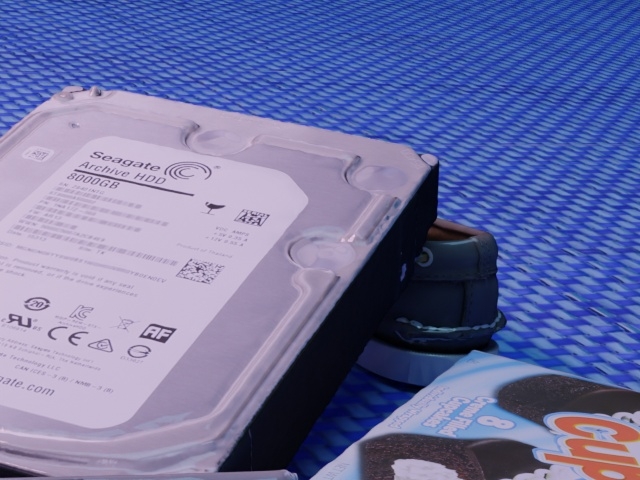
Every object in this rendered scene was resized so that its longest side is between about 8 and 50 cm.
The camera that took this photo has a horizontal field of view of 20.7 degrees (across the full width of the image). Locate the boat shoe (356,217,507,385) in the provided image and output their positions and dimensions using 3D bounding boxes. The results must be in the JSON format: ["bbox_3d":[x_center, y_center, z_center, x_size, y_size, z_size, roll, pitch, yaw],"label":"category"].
[{"bbox_3d":[0.004,0.000,1.101,0.109,0.091,0.305,-5,20,-37],"label":"boat shoe"}]

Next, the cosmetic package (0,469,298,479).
[{"bbox_3d":[-0.124,0.136,0.484,0.238,0.127,0.107,1,-24,-23],"label":"cosmetic package"}]

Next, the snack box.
[{"bbox_3d":[0.093,0.134,0.737,0.187,0.060,0.322,14,17,21],"label":"snack box"}]

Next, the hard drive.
[{"bbox_3d":[-0.101,0.029,0.868,0.237,0.064,0.339,13,32,18],"label":"hard drive"}]
